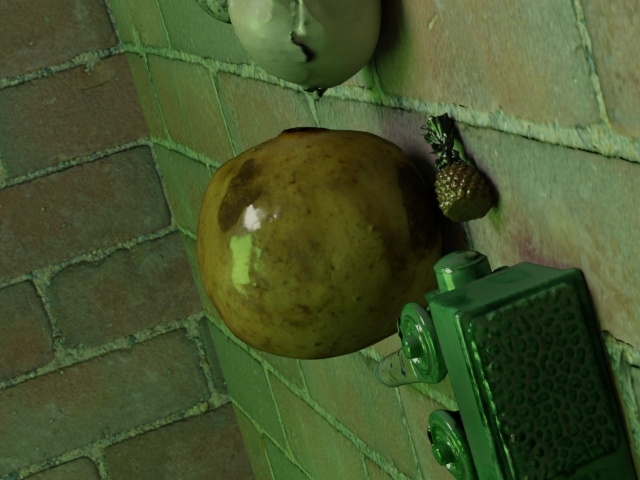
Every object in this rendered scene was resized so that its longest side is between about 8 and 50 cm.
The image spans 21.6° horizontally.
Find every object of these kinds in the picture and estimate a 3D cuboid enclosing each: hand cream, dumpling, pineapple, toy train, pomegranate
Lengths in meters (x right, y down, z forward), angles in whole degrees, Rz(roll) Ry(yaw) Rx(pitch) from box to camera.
[{"bbox_3d":[0.107,0.160,2.129,0.171,0.043,0.065,144,107,-73],"label":"hand cream"},{"bbox_3d":[-0.015,-0.279,1.817,0.243,0.175,0.226,143,137,-62],"label":"dumpling"},{"bbox_3d":[0.137,-0.078,1.702,0.058,0.058,0.124,90,170,-54],"label":"pineapple"},{"bbox_3d":[0.179,0.141,1.610,0.202,0.145,0.266,17,125,70],"label":"toy train"},{"bbox_3d":[0.000,0.000,1.858,0.281,0.281,0.281,161,90,-76],"label":"pomegranate"}]

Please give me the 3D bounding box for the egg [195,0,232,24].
[{"bbox_3d":[-0.104,-0.352,2.070,0.132,0.132,0.172,-136,38,-62],"label":"egg"}]
